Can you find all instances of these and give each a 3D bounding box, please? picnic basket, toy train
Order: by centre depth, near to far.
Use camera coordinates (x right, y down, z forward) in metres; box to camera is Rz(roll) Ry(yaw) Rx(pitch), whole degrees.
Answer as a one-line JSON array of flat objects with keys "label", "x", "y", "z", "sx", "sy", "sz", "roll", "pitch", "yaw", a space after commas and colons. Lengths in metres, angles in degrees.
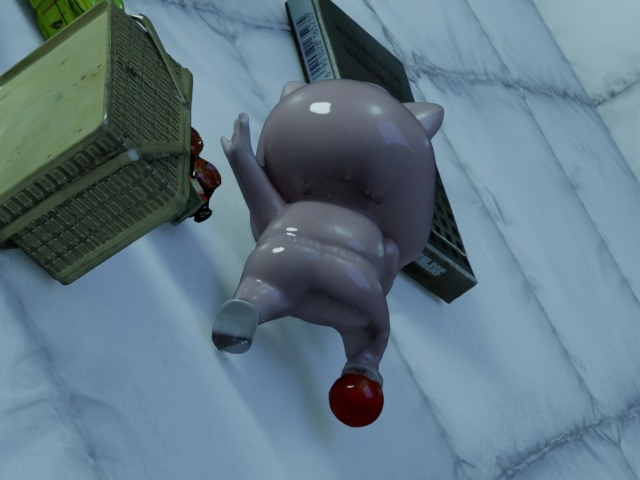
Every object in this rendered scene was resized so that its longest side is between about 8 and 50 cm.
[{"label": "picnic basket", "x": -0.147, "y": -0.064, "z": 0.925, "sx": 0.079, "sy": 0.115, "sz": 0.164, "roll": 45, "pitch": 25, "yaw": -34}, {"label": "toy train", "x": -0.153, "y": -0.120, "z": 1.078, "sx": 0.250, "sy": 0.053, "sz": 0.085, "roll": 60, "pitch": 30, "yaw": 6}]

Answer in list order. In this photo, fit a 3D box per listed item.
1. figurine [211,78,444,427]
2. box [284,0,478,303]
[{"label": "figurine", "x": 0.000, "y": 0.000, "z": 1.157, "sx": 0.186, "sy": 0.176, "sz": 0.287, "roll": 97, "pitch": 1, "yaw": -53}, {"label": "box", "x": 0.059, "y": -0.104, "z": 1.511, "sx": 0.180, "sy": 0.047, "sz": 0.325, "roll": 35, "pitch": 32, "yaw": -45}]
